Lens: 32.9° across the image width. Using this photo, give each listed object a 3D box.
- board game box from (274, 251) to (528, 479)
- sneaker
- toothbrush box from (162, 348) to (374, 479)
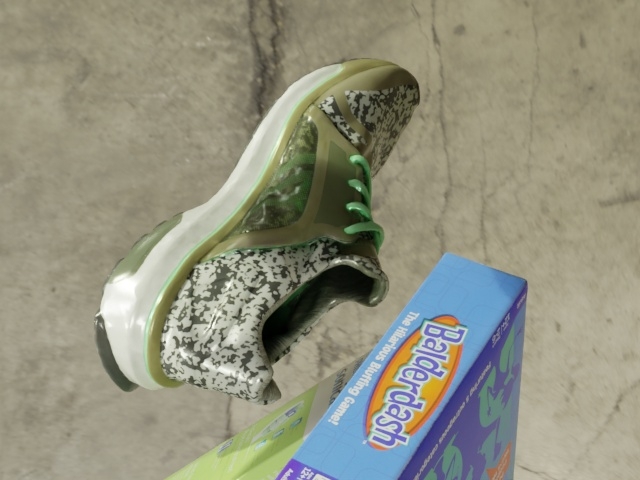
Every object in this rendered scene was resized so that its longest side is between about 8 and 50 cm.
[{"bbox_3d":[0.044,0.136,0.527,0.047,0.210,0.160,20,48,25],"label":"board game box"},{"bbox_3d":[0.000,0.000,0.949,0.182,0.158,0.410,23,57,27],"label":"sneaker"},{"bbox_3d":[-0.014,0.262,0.926,0.283,0.122,0.206,-34,99,16],"label":"toothbrush box"}]
